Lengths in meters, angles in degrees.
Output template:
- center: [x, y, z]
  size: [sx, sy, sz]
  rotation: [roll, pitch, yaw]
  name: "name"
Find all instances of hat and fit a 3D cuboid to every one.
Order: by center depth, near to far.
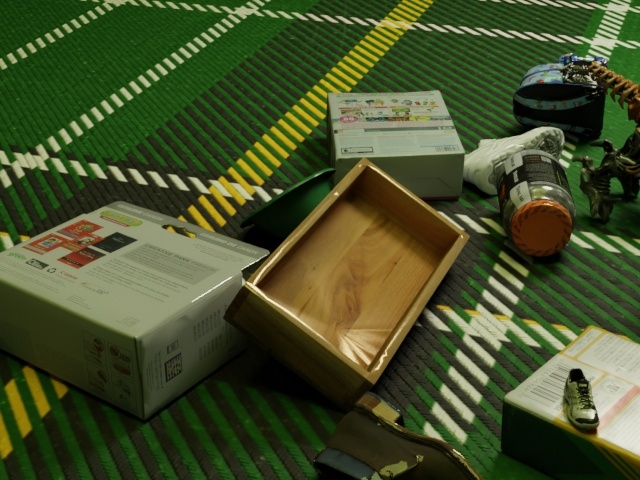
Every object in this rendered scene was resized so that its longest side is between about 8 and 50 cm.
- center: [0.000, 0.000, 1.720]
  size: [0.208, 0.183, 0.173]
  rotation: [-33, -3, 39]
  name: "hat"

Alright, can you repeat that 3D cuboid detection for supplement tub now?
- center: [0.344, -0.059, 1.715]
  size: [0.117, 0.117, 0.190]
  rotation: [1, 28, 5]
  name: "supplement tub"

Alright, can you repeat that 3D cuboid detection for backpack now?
- center: [0.462, -0.282, 2.079]
  size: [0.173, 0.158, 0.116]
  rotation: [4, 59, 14]
  name: "backpack"

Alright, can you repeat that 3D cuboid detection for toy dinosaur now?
- center: [0.543, -0.147, 1.750]
  size: [0.164, 0.218, 0.321]
  rotation: [-4, 67, -38]
  name: "toy dinosaur"

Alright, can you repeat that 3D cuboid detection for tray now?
- center: [0.050, 0.046, 1.491]
  size: [0.203, 0.076, 0.411]
  rotation: [37, 37, 3]
  name: "tray"

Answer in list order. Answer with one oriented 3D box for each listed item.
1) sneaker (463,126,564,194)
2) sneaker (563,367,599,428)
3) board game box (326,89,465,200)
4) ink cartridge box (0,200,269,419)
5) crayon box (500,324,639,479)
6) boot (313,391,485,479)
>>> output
- center: [0.340, -0.160, 1.938]
  size: [0.232, 0.090, 0.115]
  rotation: [-20, 30, -32]
  name: "sneaker"
- center: [0.289, 0.175, 1.196]
  size: [0.032, 0.036, 0.083]
  rotation: [-3, 30, -5]
  name: "sneaker"
- center: [0.128, -0.178, 1.969]
  size: [0.224, 0.097, 0.303]
  rotation: [-1, 30, -2]
  name: "board game box"
- center: [-0.261, 0.078, 1.473]
  size: [0.310, 0.130, 0.272]
  rotation: [19, 33, 32]
  name: "ink cartridge box"
- center: [0.396, 0.226, 1.221]
  size: [0.323, 0.083, 0.203]
  rotation: [22, 36, 37]
  name: "crayon box"
- center: [0.094, 0.266, 1.196]
  size: [0.106, 0.082, 0.219]
  rotation: [-42, 48, -20]
  name: "boot"
